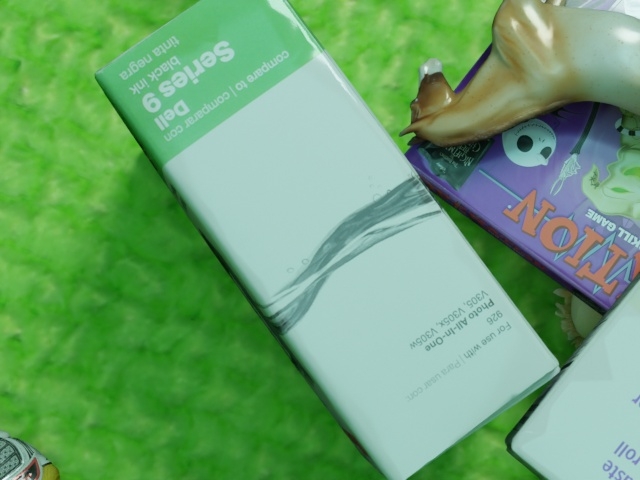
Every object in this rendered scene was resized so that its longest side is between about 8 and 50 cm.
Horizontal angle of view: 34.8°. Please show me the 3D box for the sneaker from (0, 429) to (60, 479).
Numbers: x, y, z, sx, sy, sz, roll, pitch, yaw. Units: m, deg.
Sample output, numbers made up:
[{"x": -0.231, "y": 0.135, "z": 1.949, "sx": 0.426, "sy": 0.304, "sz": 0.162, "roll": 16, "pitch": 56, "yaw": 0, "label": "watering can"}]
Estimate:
[{"x": -0.246, "y": 0.240, "z": 0.687, "sx": 0.093, "sy": 0.088, "sz": 0.225, "roll": 20, "pitch": 84, "yaw": -1, "label": "sneaker"}]

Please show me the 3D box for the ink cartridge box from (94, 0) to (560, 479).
[{"x": 0.000, "y": 0.000, "z": 0.658, "sx": 0.121, "sy": 0.211, "sz": 0.289, "roll": -36, "pitch": 86, "yaw": -6, "label": "ink cartridge box"}]

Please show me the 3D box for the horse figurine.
[{"x": 0.191, "y": -0.135, "z": 0.643, "sx": 0.263, "sy": 0.066, "sz": 0.174, "roll": 8, "pitch": 76, "yaw": 11, "label": "horse figurine"}]

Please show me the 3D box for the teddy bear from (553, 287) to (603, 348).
[{"x": 0.339, "y": 0.032, "z": 0.732, "sx": 0.338, "sy": 0.113, "sz": 0.245, "roll": -4, "pitch": 78, "yaw": 5, "label": "teddy bear"}]

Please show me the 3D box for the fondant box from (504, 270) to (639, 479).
[{"x": 0.301, "y": 0.067, "z": 0.580, "sx": 0.238, "sy": 0.096, "sz": 0.330, "roll": 39, "pitch": 88, "yaw": 12, "label": "fondant box"}]

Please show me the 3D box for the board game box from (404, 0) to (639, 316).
[{"x": 0.252, "y": -0.030, "z": 0.673, "sx": 0.347, "sy": 0.056, "sz": 0.208, "roll": 37, "pitch": 91, "yaw": 12, "label": "board game box"}]
